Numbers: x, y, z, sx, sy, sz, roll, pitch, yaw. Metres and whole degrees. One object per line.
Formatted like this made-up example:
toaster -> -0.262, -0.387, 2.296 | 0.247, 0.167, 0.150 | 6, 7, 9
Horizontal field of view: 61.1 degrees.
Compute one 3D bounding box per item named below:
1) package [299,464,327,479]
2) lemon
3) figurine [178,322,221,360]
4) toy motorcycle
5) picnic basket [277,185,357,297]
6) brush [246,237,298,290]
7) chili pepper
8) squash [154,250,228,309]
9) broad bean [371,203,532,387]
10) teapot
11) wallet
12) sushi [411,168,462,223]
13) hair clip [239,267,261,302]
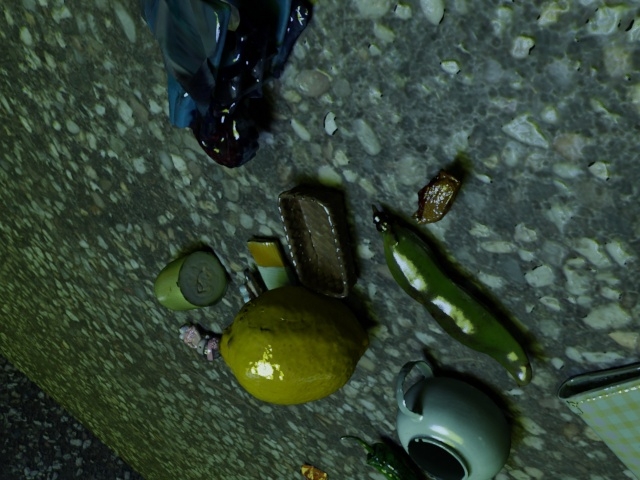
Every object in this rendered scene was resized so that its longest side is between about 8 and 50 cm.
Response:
package -> -0.019, 0.652, 1.465 | 0.077, 0.033, 0.110 | 29, 134, 32
lemon -> -0.046, 0.179, 0.936 | 0.260, 0.204, 0.204 | 0, 133, -5
figurine -> -0.289, 0.242, 1.330 | 0.129, 0.054, 0.072 | 28, 123, 29
toy motorcycle -> -0.149, -0.281, 0.692 | 0.232, 0.172, 0.416 | 41, 149, 14
picnic basket -> 0.000, 0.000, 0.873 | 0.110, 0.055, 0.193 | 12, 131, 34
brush -> -0.052, 0.136, 1.061 | 0.086, 0.020, 0.336 | 2, 126, 37
chili pepper -> 0.159, 0.503, 1.165 | 0.122, 0.065, 0.278 | -9, 121, 40
squash -> -0.288, 0.092, 1.152 | 0.187, 0.123, 0.123 | -15, 113, 50
broad bean -> 0.180, 0.082, 0.788 | 0.339, 0.061, 0.077 | 45, 129, -2
teapot -> 0.217, 0.327, 0.915 | 0.193, 0.129, 0.294 | -22, 108, 47
wallet -> 0.497, 0.283, 0.697 | 0.309, 0.077, 0.223 | 47, 144, -2
sushi -> 0.150, -0.058, 0.701 | 0.047, 0.050, 0.099 | 29, 132, 9
hair clip -> -0.113, 0.148, 1.096 | 0.056, 0.062, 0.213 | -25, 114, 17
